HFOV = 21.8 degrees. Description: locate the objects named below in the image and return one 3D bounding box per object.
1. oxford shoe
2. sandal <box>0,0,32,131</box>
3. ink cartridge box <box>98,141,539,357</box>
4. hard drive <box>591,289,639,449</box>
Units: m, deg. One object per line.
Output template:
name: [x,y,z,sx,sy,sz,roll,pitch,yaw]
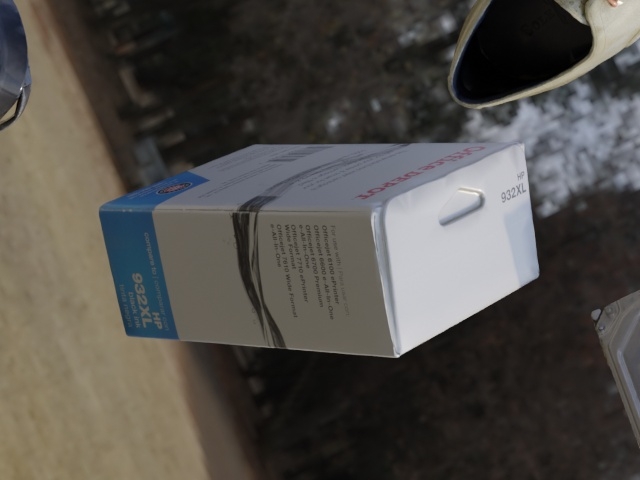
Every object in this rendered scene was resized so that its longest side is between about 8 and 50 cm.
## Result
oxford shoe: [0.239,-0.218,1.225,0.140,0.146,0.397,42,-45,-1]
sandal: [-0.226,-0.104,1.060,0.254,0.054,0.097,-9,-102,64]
ink cartridge box: [0.000,0.000,1.439,0.307,0.223,0.129,2,-73,39]
hard drive: [0.427,0.174,1.627,0.064,0.237,0.339,39,31,-55]
